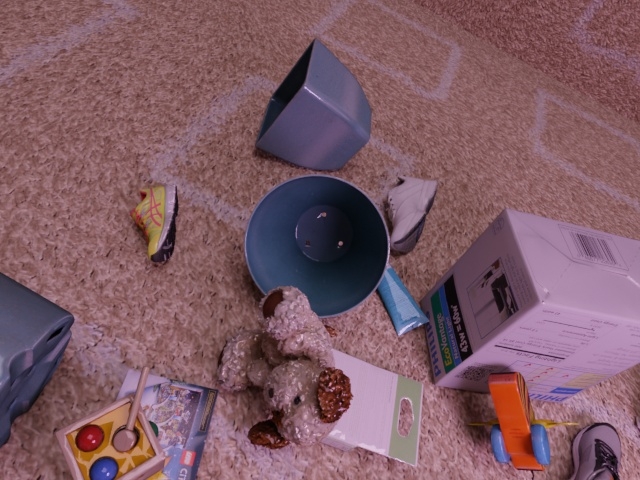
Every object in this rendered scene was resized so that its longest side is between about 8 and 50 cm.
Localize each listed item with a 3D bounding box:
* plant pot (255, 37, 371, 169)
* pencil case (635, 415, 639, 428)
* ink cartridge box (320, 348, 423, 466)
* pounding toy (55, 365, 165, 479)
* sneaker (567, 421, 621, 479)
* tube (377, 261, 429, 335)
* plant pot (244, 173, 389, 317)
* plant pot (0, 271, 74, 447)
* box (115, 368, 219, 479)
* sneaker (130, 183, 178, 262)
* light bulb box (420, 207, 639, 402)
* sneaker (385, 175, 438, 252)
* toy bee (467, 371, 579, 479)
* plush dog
[{"bbox_3d":[0.003,-0.342,1.250,0.252,0.247,0.248,30,45,-23],"label":"plant pot"},{"bbox_3d":[0.906,0.365,0.953,0.183,0.410,0.160,30,37,7],"label":"pencil case"},{"bbox_3d":[0.077,0.322,0.871,0.235,0.056,0.171,23,49,-7],"label":"ink cartridge box"},{"bbox_3d":[-0.292,0.285,0.650,0.141,0.100,0.130,-23,65,-34],"label":"pounding toy"},{"bbox_3d":[0.578,0.482,0.924,0.100,0.108,0.271,43,48,15],"label":"sneaker"},{"bbox_3d":[0.173,0.120,1.074,0.080,0.052,0.207,-27,65,-1],"label":"tube"},{"bbox_3d":[0.000,0.000,0.977,0.290,0.290,0.195,29,11,1],"label":"plant pot"},{"bbox_3d":[-0.553,0.136,0.586,0.334,0.341,0.341,28,48,-10],"label":"plant pot"},{"bbox_3d":[-0.271,0.340,0.714,0.159,0.044,0.233,17,49,-10],"label":"box"},{"bbox_3d":[-0.360,-0.037,0.960,0.094,0.081,0.209,2,47,-13],"label":"sneaker"},{"bbox_3d":[0.463,0.161,0.957,0.357,0.361,0.225,12,49,-14],"label":"light bulb box"},{"bbox_3d":[0.233,-0.077,1.237,0.129,0.111,0.297,19,43,13],"label":"sneaker"},{"bbox_3d":[0.398,0.398,0.902,0.195,0.298,0.162,10,9,29],"label":"toy bee"},{"bbox_3d":[-0.038,0.237,0.773,0.210,0.262,0.225,17,42,-34],"label":"plush dog"}]
